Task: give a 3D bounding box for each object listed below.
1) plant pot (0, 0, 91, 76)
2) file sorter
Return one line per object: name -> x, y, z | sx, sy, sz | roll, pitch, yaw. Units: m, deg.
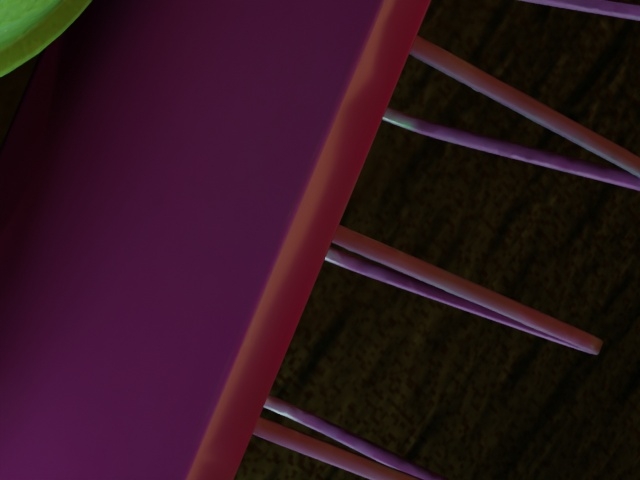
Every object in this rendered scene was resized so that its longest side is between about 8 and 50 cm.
plant pot -> -0.099, -0.190, 0.545 | 0.276, 0.254, 0.276 | 5, 81, -36
file sorter -> 0.000, 0.000, 0.733 | 0.182, 0.202, 0.290 | 24, 88, -37
